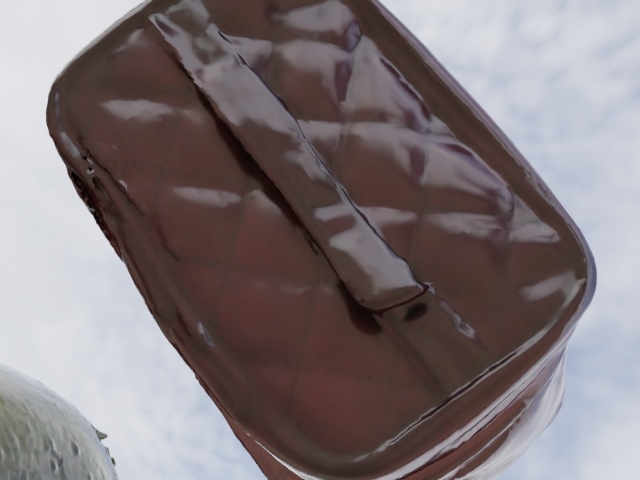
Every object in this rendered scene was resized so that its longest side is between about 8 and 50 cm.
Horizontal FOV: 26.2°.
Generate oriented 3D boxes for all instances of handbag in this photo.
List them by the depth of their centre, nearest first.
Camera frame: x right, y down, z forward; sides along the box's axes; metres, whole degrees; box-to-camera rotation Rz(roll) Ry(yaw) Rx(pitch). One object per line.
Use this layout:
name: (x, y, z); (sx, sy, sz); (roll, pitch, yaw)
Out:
handbag: (0.000, 0.000, 0.541); (0.225, 0.146, 0.135); (54, -10, 21)

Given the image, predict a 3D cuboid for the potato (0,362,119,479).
potato: (-0.277, 0.193, 0.900); (0.219, 0.270, 0.359); (42, -8, 23)
